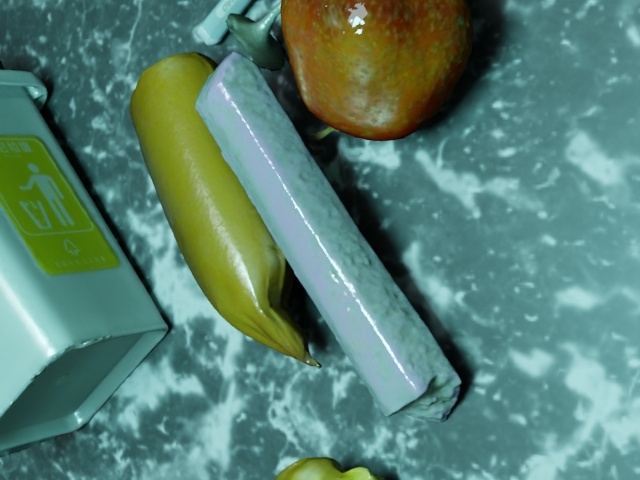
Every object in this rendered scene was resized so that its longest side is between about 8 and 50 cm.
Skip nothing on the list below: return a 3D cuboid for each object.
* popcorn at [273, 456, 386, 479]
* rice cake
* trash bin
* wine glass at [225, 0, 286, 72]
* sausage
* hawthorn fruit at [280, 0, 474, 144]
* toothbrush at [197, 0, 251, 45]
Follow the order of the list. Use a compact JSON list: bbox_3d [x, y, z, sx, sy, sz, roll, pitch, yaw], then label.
[{"bbox_3d":[0.024,0.320,1.100,0.265,0.225,0.332,-37,37,2],"label":"popcorn"},{"bbox_3d":[0.000,0.000,1.179,0.365,0.056,0.073,58,147,10],"label":"rice cake"},{"bbox_3d":[-0.355,0.027,1.380,0.296,0.256,0.368,-46,72,23],"label":"trash bin"},{"bbox_3d":[0.015,-0.262,1.202,0.262,0.074,0.074,-47,63,30],"label":"wine glass"},{"bbox_3d":[-0.083,-0.020,1.257,0.112,0.112,0.328,-35,69,30],"label":"sausage"},{"bbox_3d":[0.042,-0.146,1.158,0.162,0.162,0.204,34,134,32],"label":"hawthorn fruit"},{"bbox_3d":[-0.011,-0.292,1.234,0.025,0.030,0.342,52,127,9],"label":"toothbrush"}]
